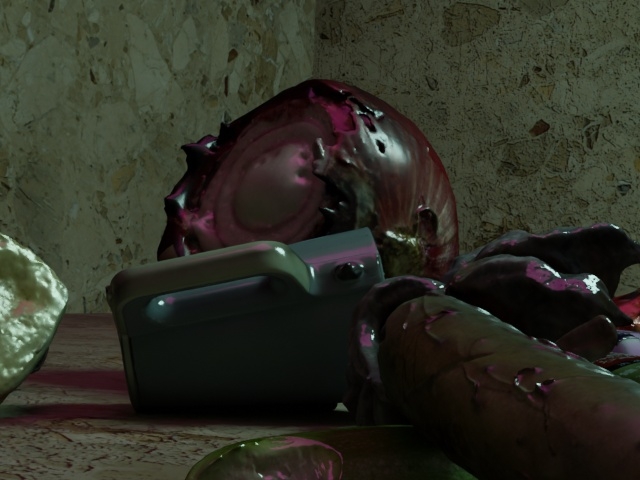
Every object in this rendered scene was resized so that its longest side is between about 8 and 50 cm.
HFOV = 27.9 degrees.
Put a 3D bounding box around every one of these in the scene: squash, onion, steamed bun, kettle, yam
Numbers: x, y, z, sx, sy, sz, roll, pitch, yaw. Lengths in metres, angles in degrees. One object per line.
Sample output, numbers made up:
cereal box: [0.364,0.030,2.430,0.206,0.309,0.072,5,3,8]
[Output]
squash: [0.033,0.115,0.569,0.239,0.069,0.069,3,-2,-42]
onion: [0.006,-0.002,1.442,0.341,0.341,0.341,2,-1,0]
steamed bun: [-0.335,0.085,1.157,0.141,0.172,0.155,41,-45,-17]
kettle: [-0.061,0.071,1.157,0.243,0.159,0.210,-8,-27,-5]
yam: [0.116,0.089,0.444,0.071,0.067,0.317,9,9,-29]

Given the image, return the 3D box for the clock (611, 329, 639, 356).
clock: [0.260,0.133,1.388,0.248,0.090,0.228,5,-2,-30]

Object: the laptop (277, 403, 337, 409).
laptop: [-0.046,0.155,1.310,0.129,0.016,0.180,2,-2,2]

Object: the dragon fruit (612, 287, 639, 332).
dragon fruit: [0.402,0.122,1.649,0.150,0.207,0.133,47,34,20]

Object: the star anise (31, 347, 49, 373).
star anise: [-0.348,0.131,1.319,0.141,0.042,0.141,-1,1,0]

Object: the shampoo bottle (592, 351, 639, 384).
shampoo bottle: [0.228,0.127,0.999,0.118,0.076,0.314,-13,2,-13]

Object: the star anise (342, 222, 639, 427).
star anise: [0.123,0.061,0.982,0.359,0.139,0.316,-33,7,41]
